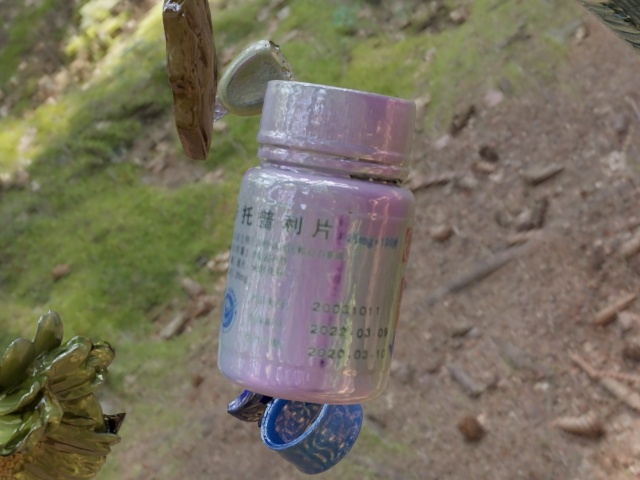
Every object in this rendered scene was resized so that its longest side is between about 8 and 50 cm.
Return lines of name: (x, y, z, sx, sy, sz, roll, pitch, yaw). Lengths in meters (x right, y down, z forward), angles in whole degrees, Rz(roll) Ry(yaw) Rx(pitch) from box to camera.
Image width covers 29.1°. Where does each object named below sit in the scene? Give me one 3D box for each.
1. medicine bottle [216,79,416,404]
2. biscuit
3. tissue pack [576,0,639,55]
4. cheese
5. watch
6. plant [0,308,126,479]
medicine bottle: (0.000, 0.000, 1.035, 0.152, 0.152, 0.255, 12, 97, 49)
biscuit: (-0.125, -0.198, 1.209, 0.034, 0.215, 0.182, -3, 43, 2)
tissue pack: (0.247, -0.248, 0.699, 0.264, 0.416, 0.253, 10, 72, 60)
cheese: (-0.124, -0.206, 1.775, 0.192, 0.097, 0.037, -31, 7, 22)
watch: (-0.032, 0.317, 2.212, 0.196, 0.171, 0.200, -49, 31, 17)
plant: (-0.331, 0.191, 1.198, 0.297, 0.261, 0.306, 33, 87, 45)
